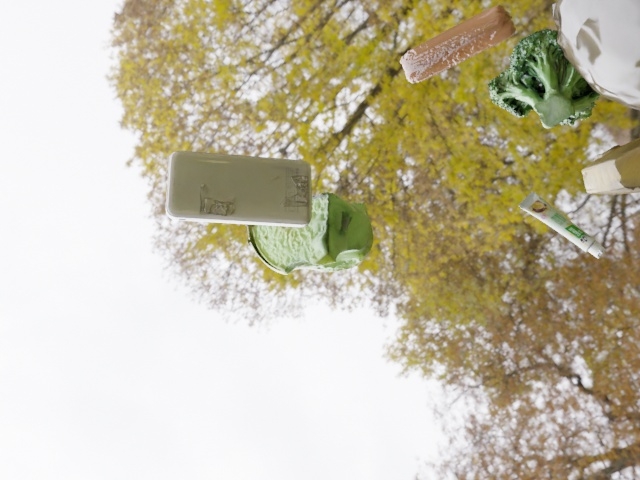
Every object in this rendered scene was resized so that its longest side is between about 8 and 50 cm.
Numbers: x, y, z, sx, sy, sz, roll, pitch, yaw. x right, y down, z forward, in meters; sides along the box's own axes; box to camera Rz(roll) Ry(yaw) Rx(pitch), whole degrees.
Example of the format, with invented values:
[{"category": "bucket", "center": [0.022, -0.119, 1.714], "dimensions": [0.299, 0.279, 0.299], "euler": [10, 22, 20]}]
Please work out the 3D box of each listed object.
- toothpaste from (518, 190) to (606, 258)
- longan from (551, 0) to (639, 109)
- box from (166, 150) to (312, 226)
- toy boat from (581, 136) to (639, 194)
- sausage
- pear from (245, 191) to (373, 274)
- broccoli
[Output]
[{"category": "toothpaste", "center": [0.820, -0.051, 2.180], "dimensions": [0.314, 0.056, 0.058], "euler": [41, -146, 22]}, {"category": "longan", "center": [0.551, -0.399, 0.977], "dimensions": [0.404, 0.436, 0.404], "euler": [4, -106, -13]}, {"category": "box", "center": [-0.158, -0.102, 1.279], "dimensions": [0.285, 0.044, 0.142], "euler": [3, -107, -11]}, {"category": "toy boat", "center": [0.530, -0.131, 0.892], "dimensions": [0.089, 0.321, 0.121], "euler": [71, -159, -4]}, {"category": "sausage", "center": [0.324, -0.468, 1.551], "dimensions": [0.086, 0.289, 0.086], "euler": [30, -130, -43]}, {"category": "pear", "center": [0.000, 0.000, 1.643], "dimensions": [0.282, 0.286, 0.176], "euler": [9, -106, -56]}, {"category": "broccoli", "center": [0.543, -0.365, 1.506], "dimensions": [0.269, 0.261, 0.241], "euler": [45, -144, -22]}]
